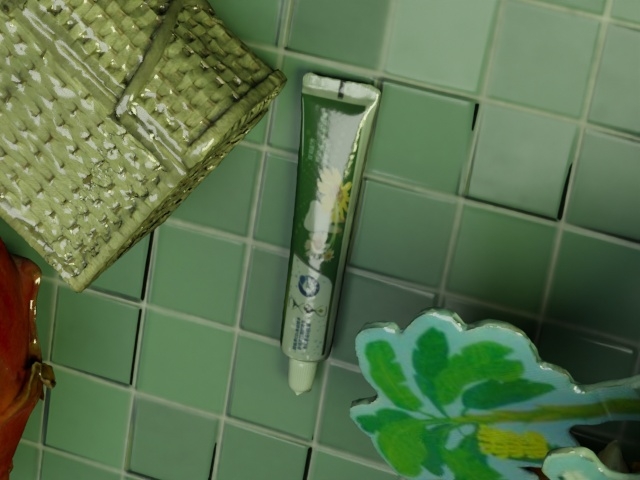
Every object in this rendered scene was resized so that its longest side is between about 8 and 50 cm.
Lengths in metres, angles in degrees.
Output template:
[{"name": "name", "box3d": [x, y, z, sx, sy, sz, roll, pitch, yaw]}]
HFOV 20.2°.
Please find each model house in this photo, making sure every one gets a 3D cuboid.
[{"name": "model house", "box3d": [0.127, 0.208, 0.972, 0.312, 0.242, 0.358, -10, 126, 29]}]

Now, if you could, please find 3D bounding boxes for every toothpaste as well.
[{"name": "toothpaste", "box3d": [0.000, 0.000, 1.093, 0.049, 0.031, 0.204, 13, 110, 13]}]

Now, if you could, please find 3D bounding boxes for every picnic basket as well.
[{"name": "picnic basket", "box3d": [-0.140, -0.105, 1.049, 0.196, 0.134, 0.154, 46, 120, 0]}]

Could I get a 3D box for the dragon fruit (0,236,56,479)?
[{"name": "dragon fruit", "box3d": [-0.297, 0.057, 1.111, 0.250, 0.250, 0.315, -20, 119, 24]}]
